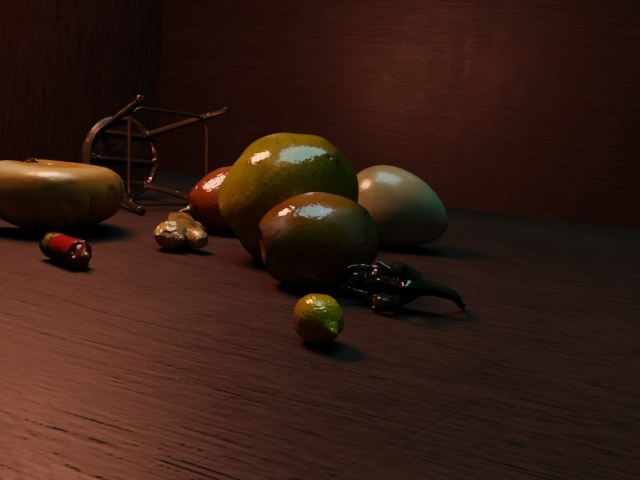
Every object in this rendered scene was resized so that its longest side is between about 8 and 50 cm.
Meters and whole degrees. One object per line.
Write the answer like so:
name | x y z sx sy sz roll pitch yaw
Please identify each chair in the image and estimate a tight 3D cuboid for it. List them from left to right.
chair | -0.582 -0.279 2.033 0.410 0.362 0.364 6 7 40

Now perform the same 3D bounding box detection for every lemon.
lemon | -0.002 0.100 0.757 0.065 0.065 0.092 2 13 -25

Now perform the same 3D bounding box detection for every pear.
pear | -0.061 -0.094 1.265 0.294 0.294 0.294 5 9 -1

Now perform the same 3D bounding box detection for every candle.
candle | -0.448 0.019 1.060 0.130 0.052 0.052 14 12 37

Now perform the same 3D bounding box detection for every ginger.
ginger | -0.330 -0.028 1.395 0.118 0.065 0.299 12 7 -16

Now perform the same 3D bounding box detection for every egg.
egg | 0.206 -0.086 1.623 0.295 0.218 0.218 18 9 1

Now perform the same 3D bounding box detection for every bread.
bread | -0.618 -0.104 1.400 0.333 0.160 0.333 5 11 -1

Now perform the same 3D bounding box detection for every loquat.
loquat | 0.000 0.000 1.073 0.227 0.179 0.179 -3 11 -19

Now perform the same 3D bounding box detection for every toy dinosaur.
toy dinosaur | 0.134 0.066 1.001 0.187 0.087 0.179 15 14 42

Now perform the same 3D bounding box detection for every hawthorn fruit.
hawthorn fruit | -0.270 -0.104 1.598 0.251 0.199 0.199 -14 19 -36
